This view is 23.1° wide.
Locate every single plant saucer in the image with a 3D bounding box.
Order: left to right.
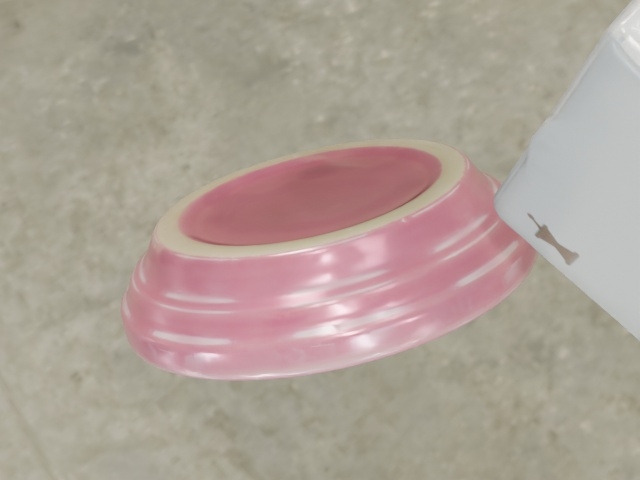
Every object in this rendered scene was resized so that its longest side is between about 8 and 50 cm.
[{"bbox_3d":[0.000,0.000,1.218,0.332,0.332,0.084,-4,112,28],"label":"plant saucer"}]

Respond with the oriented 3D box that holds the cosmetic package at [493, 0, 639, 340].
[{"bbox_3d":[0.368,-0.092,0.927,0.327,0.329,0.393,42,78,6],"label":"cosmetic package"}]
